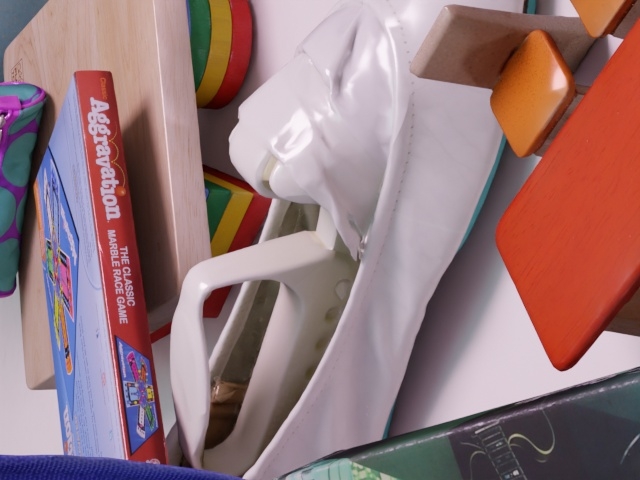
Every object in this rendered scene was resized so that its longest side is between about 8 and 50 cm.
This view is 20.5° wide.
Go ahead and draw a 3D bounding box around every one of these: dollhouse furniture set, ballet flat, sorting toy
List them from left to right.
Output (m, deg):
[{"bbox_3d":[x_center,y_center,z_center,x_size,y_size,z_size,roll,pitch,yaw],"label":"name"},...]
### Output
[{"bbox_3d":[-0.120,-0.052,1.185,0.255,0.089,0.257,-31,61,55],"label":"sorting toy"},{"bbox_3d":[0.000,0.000,0.934,0.139,0.139,0.400,48,128,50],"label":"ballet flat"},{"bbox_3d":[0.141,-0.057,0.687,0.259,0.135,0.262,-59,40,39],"label":"dollhouse furniture set"}]

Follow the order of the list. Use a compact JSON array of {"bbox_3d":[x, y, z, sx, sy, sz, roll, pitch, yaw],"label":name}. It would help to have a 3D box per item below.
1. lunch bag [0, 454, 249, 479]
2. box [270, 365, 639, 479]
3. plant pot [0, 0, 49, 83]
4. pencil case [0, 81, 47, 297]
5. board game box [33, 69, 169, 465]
[{"bbox_3d":[-0.120,0.247,0.868,0.328,0.385,0.239,-35,54,54],"label":"lunch bag"},{"bbox_3d":[0.122,0.164,0.640,0.322,0.058,0.232,-25,85,50],"label":"box"},{"bbox_3d":[-0.317,-0.171,1.386,0.255,0.272,0.271,-62,36,14],"label":"plant pot"},{"bbox_3d":[-0.231,-0.035,1.222,0.070,0.064,0.151,-115,35,-71],"label":"pencil case"},{"bbox_3d":[-0.133,0.056,1.051,0.145,0.027,0.281,126,139,-56],"label":"board game box"}]
